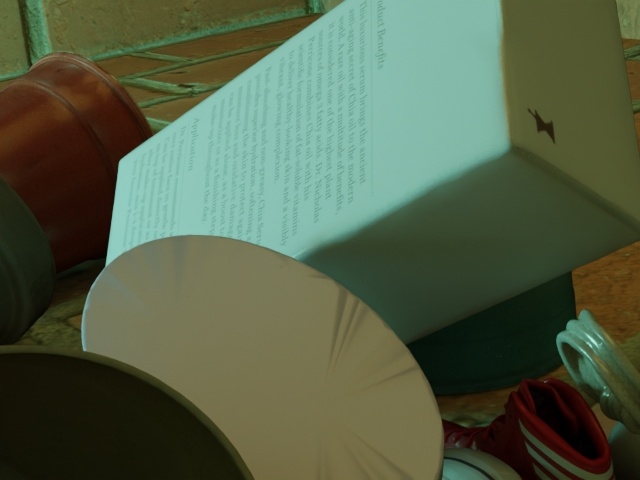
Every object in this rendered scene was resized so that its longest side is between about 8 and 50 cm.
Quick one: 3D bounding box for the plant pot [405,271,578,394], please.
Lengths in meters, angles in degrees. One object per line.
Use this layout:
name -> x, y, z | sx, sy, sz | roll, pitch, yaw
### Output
plant pot -> 0.119, -0.020, 1.191 | 0.272, 0.255, 0.271 | -4, 19, 2

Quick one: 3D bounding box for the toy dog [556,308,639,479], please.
toy dog -> 0.317, 0.151, 0.771 | 0.161, 0.220, 0.333 | -31, 34, -7

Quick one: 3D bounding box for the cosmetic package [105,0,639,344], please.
cosmetic package -> 0.019, -0.040, 0.967 | 0.162, 0.230, 0.453 | 28, -41, -35

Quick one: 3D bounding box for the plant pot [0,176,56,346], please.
plant pot -> -0.428, 0.059, 1.171 | 0.263, 0.263, 0.229 | 4, 39, 24

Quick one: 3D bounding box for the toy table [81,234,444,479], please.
toy table -> -0.034, 0.131, 0.820 | 0.252, 0.160, 0.274 | -31, 55, -19

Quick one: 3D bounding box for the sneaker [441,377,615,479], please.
sneaker -> 0.142, 0.145, 0.898 | 0.087, 0.128, 0.221 | -18, 24, -35

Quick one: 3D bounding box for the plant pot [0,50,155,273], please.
plant pot -> -0.372, -0.056, 1.442 | 0.272, 0.272, 0.265 | 12, 33, 40

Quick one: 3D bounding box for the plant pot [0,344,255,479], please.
plant pot -> -0.187, 0.197, 0.661 | 0.284, 0.284, 0.191 | -14, 3, -26

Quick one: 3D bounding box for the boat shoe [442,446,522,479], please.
boat shoe -> 0.113, 0.208, 0.792 | 0.076, 0.083, 0.226 | -12, 21, -23
